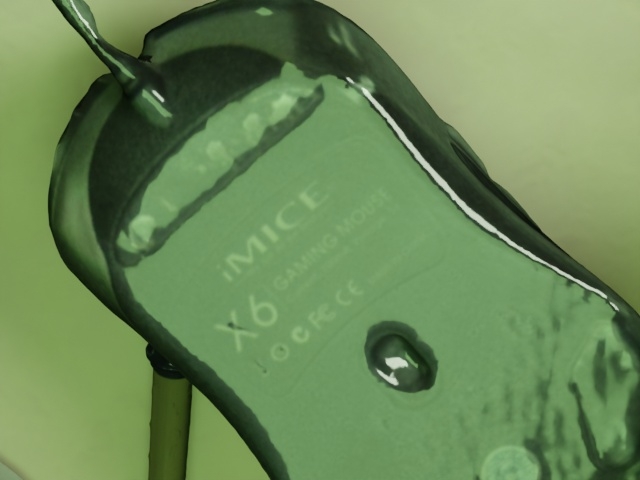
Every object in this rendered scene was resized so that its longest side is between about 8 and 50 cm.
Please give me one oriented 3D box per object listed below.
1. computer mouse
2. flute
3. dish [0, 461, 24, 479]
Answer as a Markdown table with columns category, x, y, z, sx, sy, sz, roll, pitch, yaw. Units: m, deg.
| category | x | y | z | sx | sy | sz | roll | pitch | yaw |
| --- | --- | --- | --- | --- | --- | --- | --- | --- | --- |
| computer mouse | 0.000 | 0.000 | 0.814 | 0.167 | 0.090 | 0.379 | -38 | 106 | 8 |
| flute | -0.068 | 0.087 | 0.887 | 0.027 | 0.027 | 0.233 | 4 | 115 | -2 |
| dish | -0.252 | 0.169 | 0.904 | 0.154 | 0.064 | 0.234 | 34 | 112 | -16 |
